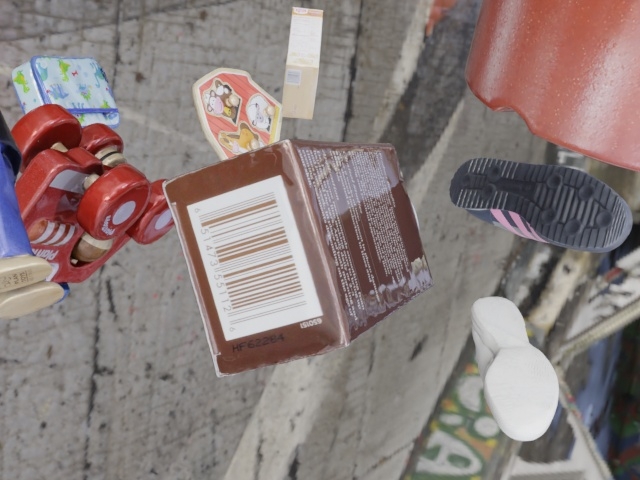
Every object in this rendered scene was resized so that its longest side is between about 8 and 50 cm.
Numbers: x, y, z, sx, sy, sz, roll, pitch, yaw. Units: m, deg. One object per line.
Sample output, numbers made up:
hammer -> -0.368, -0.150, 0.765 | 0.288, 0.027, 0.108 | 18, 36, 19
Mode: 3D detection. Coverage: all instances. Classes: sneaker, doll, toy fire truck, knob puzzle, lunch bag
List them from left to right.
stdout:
doll -> -0.207, -0.052, 0.507 | 0.046, 0.189, 0.129 | -21, 158, -15
toy fire truck -> -0.339, -0.023, 1.127 | 0.254, 0.169, 0.302 | -51, 168, 5
lunch bag -> -0.529, -0.297, 1.767 | 0.219, 0.090, 0.176 | -16, 86, -63
knob puzzle -> -0.132, -0.205, 1.377 | 0.213, 0.030, 0.213 | 22, 60, -45
sneaker -> 0.218, 0.162, 0.961 | 0.212, 0.080, 0.094 | -90, 179, -56
sneaker -> 0.341, -0.048, 1.235 | 0.131, 0.319, 0.112 | 24, 93, -37

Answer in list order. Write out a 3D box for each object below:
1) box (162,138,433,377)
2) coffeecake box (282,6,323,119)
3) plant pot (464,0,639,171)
box -> 0.000, 0.000, 0.896 | 0.381, 0.143, 0.191 | -14, 88, -69
coffeecake box -> -0.038, -0.368, 1.736 | 0.142, 0.068, 0.185 | 99, -4, -51
plant pot -> 0.229, -0.200, 0.544 | 0.272, 0.272, 0.265 | -29, 142, -53
